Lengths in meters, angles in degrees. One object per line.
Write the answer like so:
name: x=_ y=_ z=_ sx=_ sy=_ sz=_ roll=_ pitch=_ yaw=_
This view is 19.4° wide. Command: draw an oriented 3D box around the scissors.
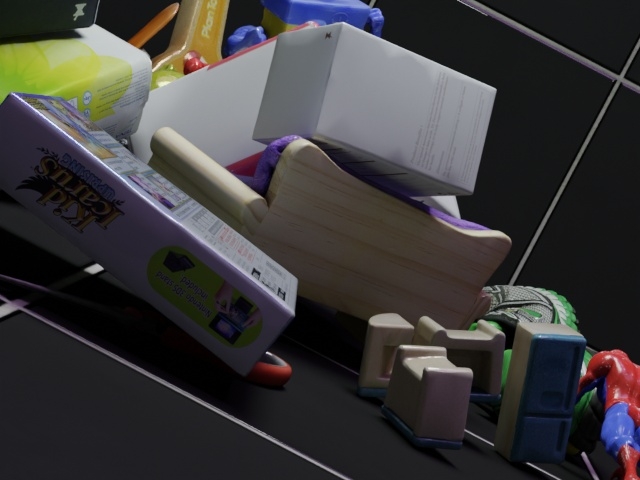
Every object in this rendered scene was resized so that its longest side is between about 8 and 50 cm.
scissors: x=-0.116 y=0.063 z=1.338 sx=0.109 sy=0.021 sz=0.297 roll=32 pitch=4 yaw=26

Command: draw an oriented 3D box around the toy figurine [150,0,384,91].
toy figurine: x=-0.060 y=-0.224 z=2.032 sx=0.363 sy=0.217 sz=0.191 roll=2 pitch=33 yaw=-34

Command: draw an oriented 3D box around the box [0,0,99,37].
box: x=-0.382 y=-0.320 z=1.684 sx=0.296 sy=0.182 sz=0.294 roll=-13 pitch=43 yaw=-42

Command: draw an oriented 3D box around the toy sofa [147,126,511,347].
toy sofa: x=0.000 y=0.000 z=1.728 sx=0.362 sy=0.177 sz=0.150 roll=22 pitch=11 yaw=-47

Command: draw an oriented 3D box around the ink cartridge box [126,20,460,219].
ink cartridge box: x=-0.023 y=-0.075 z=1.894 sx=0.306 sy=0.226 sz=0.131 roll=34 pitch=38 yaw=-56

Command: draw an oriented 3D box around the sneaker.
sneaker: x=0.202 y=0.110 z=2.010 sx=0.146 sy=0.134 sz=0.343 roll=26 pitch=5 yaw=-16

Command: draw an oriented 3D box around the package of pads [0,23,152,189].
package of pads: x=-0.331 y=-0.168 z=1.740 sx=0.296 sy=0.101 sz=0.229 roll=30 pitch=30 yaw=19

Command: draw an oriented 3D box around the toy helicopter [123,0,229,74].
toy helicopter: x=-0.167 y=-0.215 z=2.210 sx=0.235 sy=0.355 sz=0.140 roll=22 pitch=-19 yaw=-33

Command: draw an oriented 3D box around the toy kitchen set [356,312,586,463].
toy kitchen set: x=0.144 y=0.146 z=1.582 sx=0.207 sy=0.122 sz=0.166 roll=4 pitch=13 yaw=-21

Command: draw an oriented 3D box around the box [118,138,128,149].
box: x=-0.267 y=-0.096 z=1.912 sx=0.180 sy=0.077 sz=0.147 roll=27 pitch=5 yaw=3

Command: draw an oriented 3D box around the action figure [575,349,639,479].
action figure: x=0.266 y=0.201 z=1.744 sx=0.091 sy=0.139 sz=0.280 roll=30 pitch=26 yaw=-10

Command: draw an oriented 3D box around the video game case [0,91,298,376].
video game case: x=-0.129 y=-0.011 z=1.381 sx=0.244 sy=0.061 sz=0.269 roll=39 pitch=3 yaw=-2

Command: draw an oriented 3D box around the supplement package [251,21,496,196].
supplement package: x=0.048 y=-0.112 z=1.667 sx=0.179 sy=0.105 sz=0.105 roll=20 pitch=-10 yaw=-32
